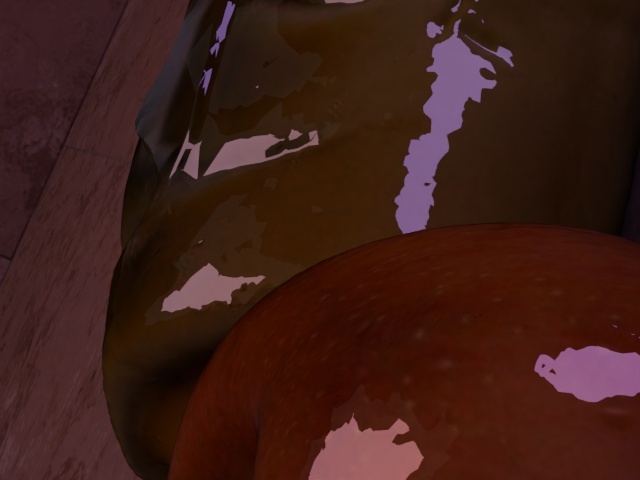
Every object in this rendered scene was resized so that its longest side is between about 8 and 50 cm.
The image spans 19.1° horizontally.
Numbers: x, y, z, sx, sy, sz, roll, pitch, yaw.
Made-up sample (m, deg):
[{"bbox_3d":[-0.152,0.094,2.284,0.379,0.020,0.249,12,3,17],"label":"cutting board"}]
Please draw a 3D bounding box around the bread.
[{"bbox_3d":[0.000,0.000,0.935,0.300,0.210,0.341,-24,45,61],"label":"bread"}]

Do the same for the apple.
[{"bbox_3d":[0.054,0.113,0.629,0.251,0.206,0.272,-66,17,10],"label":"apple"}]
